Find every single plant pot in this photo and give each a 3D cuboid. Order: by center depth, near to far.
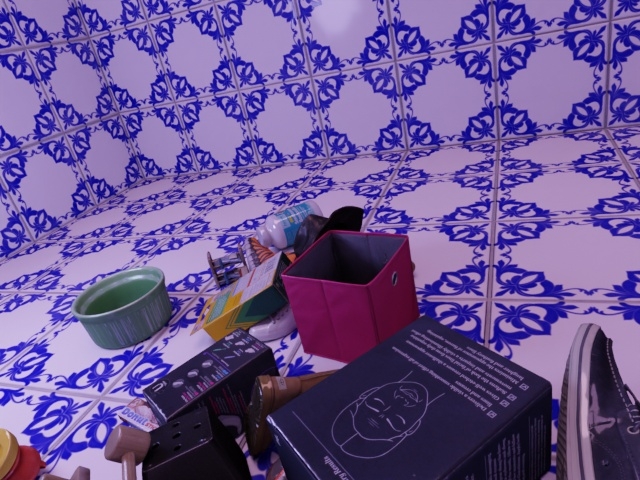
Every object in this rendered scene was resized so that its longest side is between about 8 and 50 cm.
[{"bbox_3d":[-0.239,0.433,0.872,0.188,0.167,0.187,-20,15,-15],"label":"plant pot"}]

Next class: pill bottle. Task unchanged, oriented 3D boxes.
[{"bbox_3d":[-0.124,-0.056,1.894,0.263,0.146,0.146,-23,27,-20],"label":"pill bottle"}]

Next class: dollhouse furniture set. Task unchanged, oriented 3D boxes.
[{"bbox_3d":[-0.324,0.112,1.663,0.129,0.129,0.184,-17,25,-8],"label":"dollhouse furniture set"}]

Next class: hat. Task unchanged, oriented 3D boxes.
[{"bbox_3d":[0.000,0.000,1.482,0.134,0.332,0.331,37,50,25],"label":"hat"}]

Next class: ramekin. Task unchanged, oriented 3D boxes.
[{"bbox_3d":[-0.654,0.226,1.570,0.303,0.148,0.303,-11,25,5],"label":"ramekin"}]

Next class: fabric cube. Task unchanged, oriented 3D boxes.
[{"bbox_3d":[0.092,0.147,1.234,0.258,0.258,0.254,4,30,33],"label":"fabric cube"}]

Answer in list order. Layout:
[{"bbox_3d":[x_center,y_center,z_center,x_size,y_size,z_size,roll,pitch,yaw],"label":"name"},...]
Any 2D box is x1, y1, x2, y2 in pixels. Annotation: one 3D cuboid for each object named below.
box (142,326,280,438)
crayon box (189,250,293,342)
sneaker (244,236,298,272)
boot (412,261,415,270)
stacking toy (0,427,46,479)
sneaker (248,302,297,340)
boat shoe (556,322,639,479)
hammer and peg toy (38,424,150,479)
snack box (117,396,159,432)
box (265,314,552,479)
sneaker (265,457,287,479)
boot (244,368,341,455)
[{"bbox_3d":[-0.237,0.354,1.074,0.270,0.165,0.143,-30,30,-32],"label":"box"},{"bbox_3d":[-0.231,0.185,1.428,0.322,0.083,0.203,-32,20,18],"label":"crayon box"},{"bbox_3d":[-0.172,0.078,1.697,0.179,0.125,0.321,-14,36,-11],"label":"sneaker"},{"bbox_3d":[0.147,0.079,1.540,0.294,0.104,0.211,-10,18,-13],"label":"boot"},{"bbox_3d":[-0.791,0.574,1.028,0.308,0.130,0.280,-7,52,20],"label":"stacking toy"},{"bbox_3d":[-0.089,0.194,1.389,0.289,0.123,0.106,-23,29,-17],"label":"sneaker"},{"bbox_3d":[0.472,0.338,0.749,0.155,0.187,0.500,4,35,23],"label":"boat shoe"},{"bbox_3d":[-0.402,0.476,0.710,0.362,0.127,0.266,-61,25,-8],"label":"hammer and peg toy"},{"bbox_3d":[-0.426,0.443,1.154,0.178,0.022,0.064,7,33,36],"label":"snack box"},{"bbox_3d":[0.159,0.355,0.821,0.395,0.212,0.293,-25,28,-25],"label":"box"},{"bbox_3d":[-0.073,0.448,0.927,0.064,0.061,0.158,-3,26,36],"label":"sneaker"},{"bbox_3d":[-0.015,0.364,0.993,0.269,0.236,0.089,2,40,-23],"label":"boot"}]
